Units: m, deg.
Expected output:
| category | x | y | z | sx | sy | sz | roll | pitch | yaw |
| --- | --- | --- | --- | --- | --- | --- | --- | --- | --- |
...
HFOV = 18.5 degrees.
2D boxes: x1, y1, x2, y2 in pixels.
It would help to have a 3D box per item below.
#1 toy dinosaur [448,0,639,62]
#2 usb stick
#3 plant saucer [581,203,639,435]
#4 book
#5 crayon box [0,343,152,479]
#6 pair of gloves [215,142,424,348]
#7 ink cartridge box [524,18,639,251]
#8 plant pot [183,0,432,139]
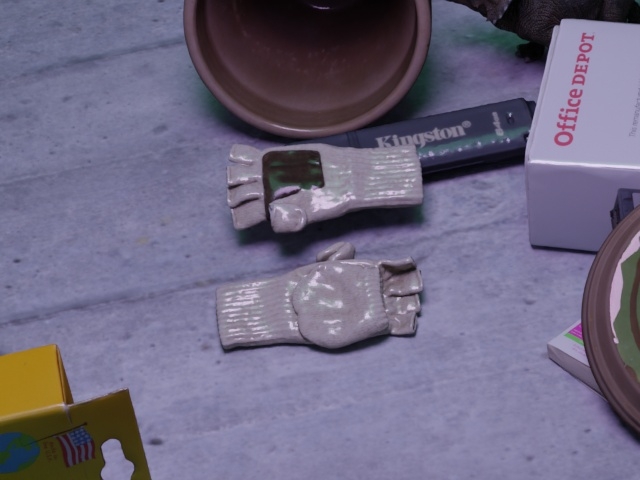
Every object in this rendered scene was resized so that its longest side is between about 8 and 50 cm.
| category | x | y | z | sx | sy | sz | roll | pitch | yaw |
| --- | --- | --- | --- | --- | --- | --- | --- | --- | --- |
| toy dinosaur | 0.285 | -0.262 | 2.102 | 0.313 | 0.160 | 0.121 | -15 | 44 | -6 |
| usb stick | 0.095 | -0.094 | 2.039 | 0.278 | 0.045 | 0.077 | -11 | 45 | -3 |
| plant saucer | 0.371 | 0.066 | 1.750 | 0.277 | 0.041 | 0.278 | -2 | 70 | 6 |
| book | 0.295 | 0.086 | 1.833 | 0.144 | 0.035 | 0.096 | -33 | 46 | -24 |
| crayon box | -0.307 | 0.204 | 1.681 | 0.318 | 0.202 | 0.081 | -12 | 44 | -5 |
| pair of gloves | 0.000 | 0.000 | 1.930 | 0.204 | 0.042 | 0.240 | -1 | 57 | 6 |
| ink cartridge box | 0.370 | -0.096 | 1.938 | 0.306 | 0.131 | 0.226 | 5 | 46 | 15 |
| plant pot | -0.002 | -0.269 | 2.123 | 0.263 | 0.263 | 0.229 | -1 | 25 | 8 |
